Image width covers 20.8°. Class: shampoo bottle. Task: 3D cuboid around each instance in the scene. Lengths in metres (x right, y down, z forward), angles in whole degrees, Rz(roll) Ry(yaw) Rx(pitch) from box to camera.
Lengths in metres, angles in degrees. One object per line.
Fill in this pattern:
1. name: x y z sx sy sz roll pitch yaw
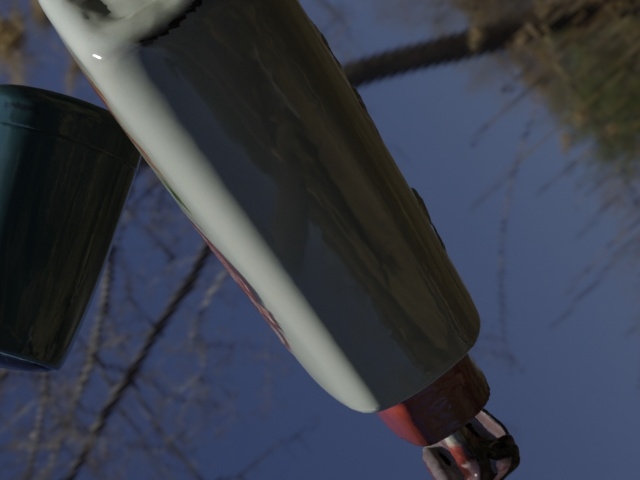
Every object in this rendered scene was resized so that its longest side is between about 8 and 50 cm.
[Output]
1. shampoo bottle: 0.000 0.000 0.607 0.284 0.071 0.153 58 175 -33

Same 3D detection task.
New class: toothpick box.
1. toothpick box: -0.199 -0.004 1.186 0.120 0.184 0.120 14 170 2
